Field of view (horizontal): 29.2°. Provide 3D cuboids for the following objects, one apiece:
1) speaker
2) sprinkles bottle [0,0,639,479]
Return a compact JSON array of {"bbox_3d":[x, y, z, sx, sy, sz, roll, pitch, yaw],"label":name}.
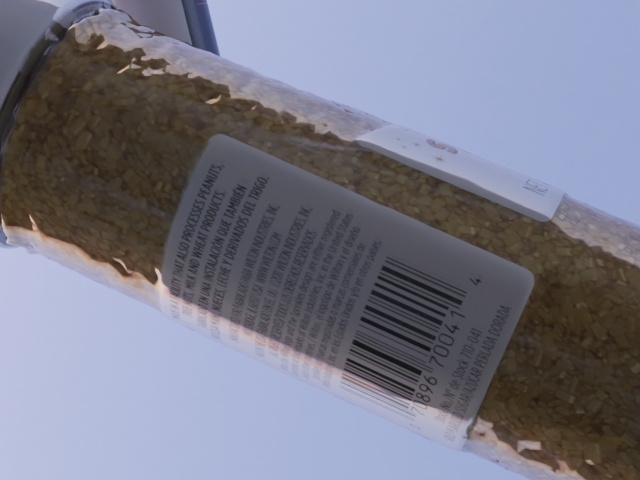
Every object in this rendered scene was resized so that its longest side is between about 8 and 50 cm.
[{"bbox_3d":[-0.077,-0.087,0.628,0.055,0.055,0.136,-10,-83,23],"label":"speaker"},{"bbox_3d":[0.000,0.000,0.519,0.356,0.121,0.121,24,-79,11],"label":"sprinkles bottle"}]
